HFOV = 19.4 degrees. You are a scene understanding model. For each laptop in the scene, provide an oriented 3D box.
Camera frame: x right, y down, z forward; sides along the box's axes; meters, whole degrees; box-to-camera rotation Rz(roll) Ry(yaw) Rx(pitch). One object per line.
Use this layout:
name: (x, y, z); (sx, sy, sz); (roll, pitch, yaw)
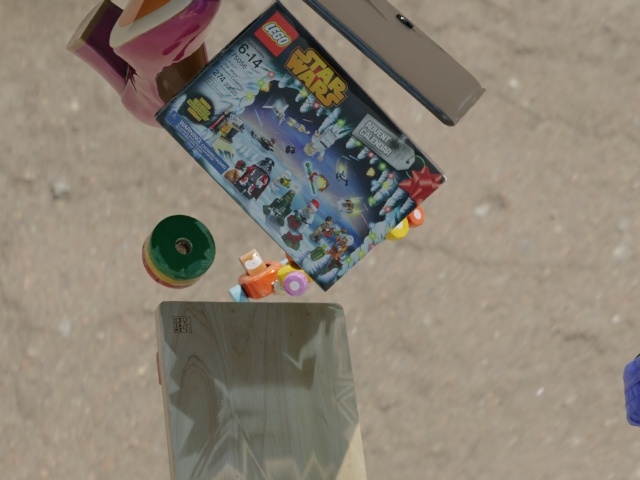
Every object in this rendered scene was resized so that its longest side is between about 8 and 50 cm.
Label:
laptop: (-0.135, -0.142, 1.108); (0.408, 0.382, 0.236); (-14, 95, 9)

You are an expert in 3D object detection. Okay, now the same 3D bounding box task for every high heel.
high heel: (-0.082, -0.115, 1.195); (0.117, 0.244, 0.082); (36, 70, -17)

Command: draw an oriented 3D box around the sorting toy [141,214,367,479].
sorting toy: (-0.044, 0.119, 1.239); (0.132, 0.046, 0.274); (1, 68, -23)

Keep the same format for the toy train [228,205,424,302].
toy train: (0.000, 0.000, 1.495); (0.166, 0.125, 0.046); (-29, 98, -6)

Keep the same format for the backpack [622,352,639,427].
backpack: (0.330, 0.139, 1.705); (0.098, 0.120, 0.101); (14, 66, -20)

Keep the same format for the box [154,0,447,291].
box: (-0.011, -0.052, 1.026); (0.094, 0.027, 0.137); (-44, 100, 7)
